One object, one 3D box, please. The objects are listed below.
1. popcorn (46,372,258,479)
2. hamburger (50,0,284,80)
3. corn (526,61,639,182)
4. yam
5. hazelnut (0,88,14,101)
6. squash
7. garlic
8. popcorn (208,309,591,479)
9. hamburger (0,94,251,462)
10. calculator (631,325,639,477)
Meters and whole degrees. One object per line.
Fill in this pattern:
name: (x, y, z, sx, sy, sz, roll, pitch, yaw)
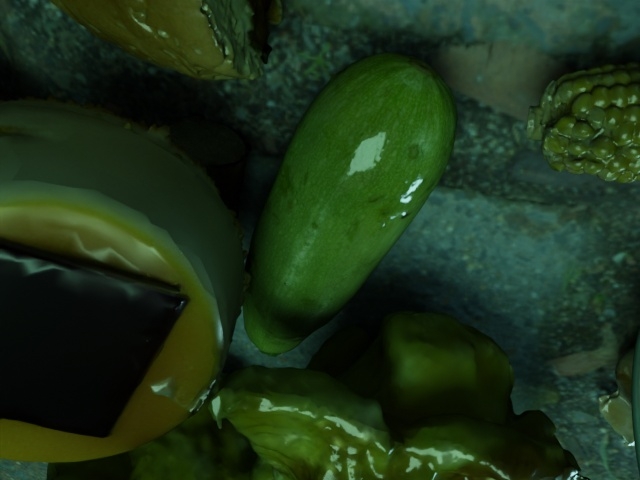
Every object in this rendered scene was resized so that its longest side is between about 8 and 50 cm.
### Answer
popcorn: (-0.178, 0.343, 0.705, 0.294, 0.292, 0.334, -7, 110, 21)
hamburger: (-0.137, -0.191, 0.427, 0.208, 0.135, 0.155, 9, 125, 14)
corn: (0.287, -0.070, 0.412, 0.288, 0.086, 0.086, 7, 126, 11)
yam: (-0.110, -0.040, 0.561, 0.084, 0.084, 0.127, 18, 127, 4)
hazelnut: (-0.363, -0.065, 0.565, 0.214, 0.176, 0.214, 18, 125, 29)
squash: (-0.006, 0.001, 0.537, 0.118, 0.118, 0.370, 29, 131, -4)
garlic: (0.337, 0.166, 0.561, 0.124, 0.099, 0.174, -36, 108, 16)
popcorn: (0.050, 0.214, 0.569, 0.326, 0.290, 0.321, -43, 88, 13)
hamburger: (-0.198, 0.029, 0.462, 0.294, 0.179, 0.276, 18, 121, -23)
calculator: (0.340, 0.156, 0.499, 0.184, 0.042, 0.295, -12, 96, -11)
